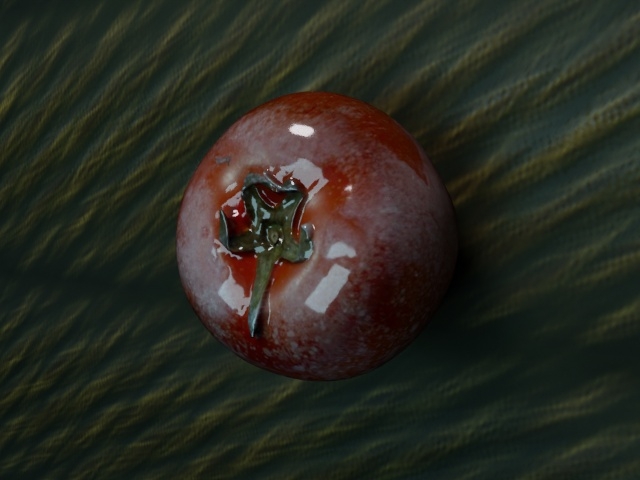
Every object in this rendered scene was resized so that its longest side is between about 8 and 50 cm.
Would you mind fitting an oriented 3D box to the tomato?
[{"bbox_3d":[0.000,0.000,0.864,0.270,0.227,0.270,-1,87,27],"label":"tomato"}]
